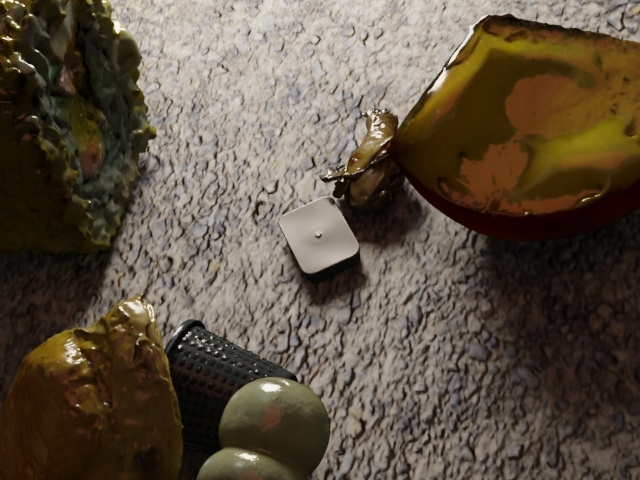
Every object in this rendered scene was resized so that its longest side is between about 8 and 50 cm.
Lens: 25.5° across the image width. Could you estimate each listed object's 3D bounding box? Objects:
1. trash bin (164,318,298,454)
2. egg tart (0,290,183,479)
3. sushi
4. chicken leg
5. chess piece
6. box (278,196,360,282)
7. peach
[{"bbox_3d":[-0.120,0.207,1.808,0.161,0.175,0.175,18,58,15],"label":"trash bin"},{"bbox_3d":[-0.290,0.255,1.713,0.351,0.153,0.339,-30,63,47],"label":"egg tart"},{"bbox_3d":[-0.420,-0.199,2.070,0.240,0.396,0.351,2,47,21],"label":"sushi"},{"bbox_3d":[0.080,-0.124,2.068,0.125,0.080,0.196,3,51,35],"label":"chicken leg"},{"bbox_3d":[-0.083,0.318,1.628,0.182,0.182,0.330,8,64,22],"label":"chess piece"},{"bbox_3d":[0.000,0.000,2.016,0.091,0.031,0.126,-25,50,-5],"label":"box"},{"bbox_3d":[0.290,-0.140,1.915,0.380,0.242,0.306,8,77,10],"label":"peach"}]
